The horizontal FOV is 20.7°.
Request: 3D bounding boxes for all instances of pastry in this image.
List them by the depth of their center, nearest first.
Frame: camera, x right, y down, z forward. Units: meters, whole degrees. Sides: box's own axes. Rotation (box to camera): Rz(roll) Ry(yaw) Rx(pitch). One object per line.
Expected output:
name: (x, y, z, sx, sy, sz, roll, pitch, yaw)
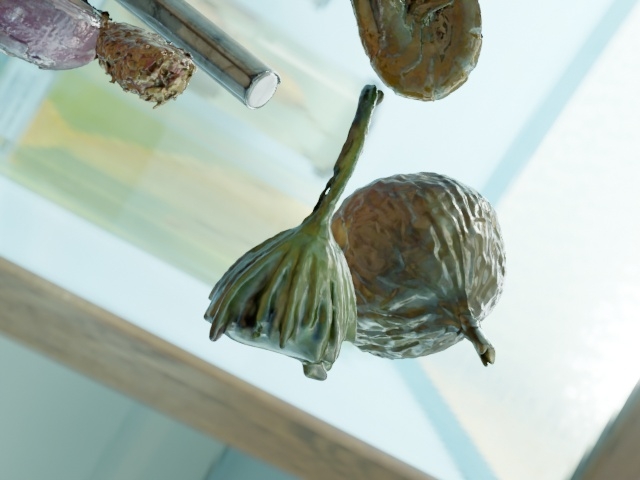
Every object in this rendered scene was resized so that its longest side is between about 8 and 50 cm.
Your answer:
pastry: (-0.184, -0.180, 1.783, 0.169, 0.087, 0.063, 41, -66, 64)

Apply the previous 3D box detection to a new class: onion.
onion: (-0.406, -0.311, 2.219, 0.120, 0.283, 0.227, -53, -158, 6)

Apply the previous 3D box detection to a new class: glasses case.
glasses case: (-0.187, -0.285, 2.303, 0.060, 0.299, 0.114, -52, 168, 3)

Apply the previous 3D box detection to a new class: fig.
fig: (0.156, 0.082, 2.456, 0.286, 0.286, 0.369, -52, -144, 18)

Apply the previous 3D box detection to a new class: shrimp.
shrimp: (0.101, -0.306, 2.093, 0.152, 0.287, 0.063, -21, -179, 20)

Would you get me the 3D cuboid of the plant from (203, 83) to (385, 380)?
plant: (-0.033, -0.013, 2.029, 0.251, 0.180, 0.333, -79, 177, -77)
